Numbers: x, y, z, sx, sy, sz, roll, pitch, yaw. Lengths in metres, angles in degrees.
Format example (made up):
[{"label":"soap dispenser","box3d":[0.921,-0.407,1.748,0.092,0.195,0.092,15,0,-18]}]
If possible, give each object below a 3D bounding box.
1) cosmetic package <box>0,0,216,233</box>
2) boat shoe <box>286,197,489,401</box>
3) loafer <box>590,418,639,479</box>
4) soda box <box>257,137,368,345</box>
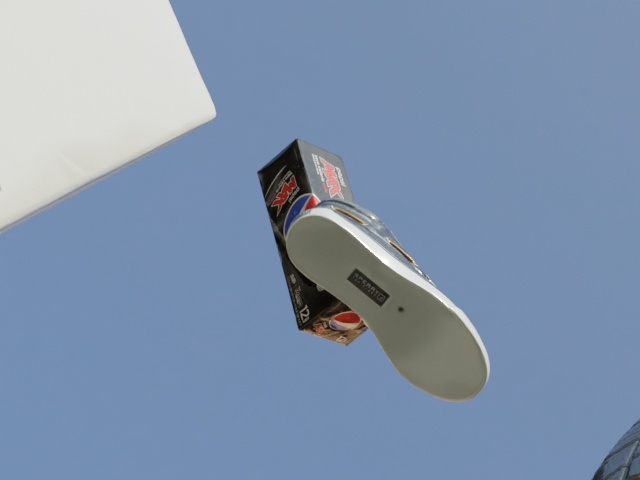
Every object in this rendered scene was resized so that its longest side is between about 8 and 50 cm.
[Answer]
[{"label":"cosmetic package","box3d":[-0.376,-0.154,1.587,0.394,0.327,0.329,-14,-77,43]},{"label":"boat shoe","box3d":[0.057,0.037,1.368,0.183,0.083,0.065,44,-71,0]},{"label":"loafer","box3d":[0.172,0.145,0.860,0.096,0.267,0.084,-37,-87,20]},{"label":"soda box","box3d":[0.000,0.000,1.549,0.060,0.169,0.053,21,-49,-42]}]
